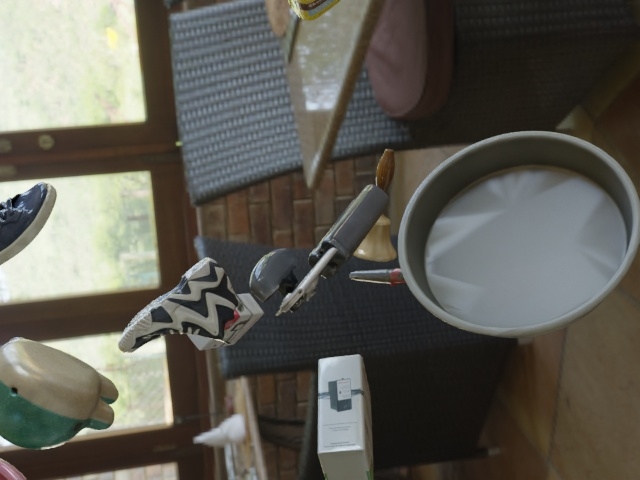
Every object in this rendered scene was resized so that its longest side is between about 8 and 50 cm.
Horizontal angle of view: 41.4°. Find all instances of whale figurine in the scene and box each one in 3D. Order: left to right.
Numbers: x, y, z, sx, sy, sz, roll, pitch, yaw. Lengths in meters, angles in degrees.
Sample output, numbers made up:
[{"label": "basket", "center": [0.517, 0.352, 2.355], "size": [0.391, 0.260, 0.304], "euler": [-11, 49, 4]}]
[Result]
[{"label": "whale figurine", "center": [-0.427, 0.251, 1.348], "size": [0.141, 0.216, 0.272], "euler": [-59, -11, -3]}]

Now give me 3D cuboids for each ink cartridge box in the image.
[{"label": "ink cartridge box", "center": [-0.203, 0.173, 1.817], "size": [0.063, 0.109, 0.150], "euler": [49, -164, 17]}, {"label": "ink cartridge box", "center": [0.048, 0.340, 1.578], "size": [0.153, 0.087, 0.208], "euler": [77, -170, -45]}]

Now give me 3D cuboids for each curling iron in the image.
[{"label": "curling iron", "center": [0.155, 0.075, 1.613], "size": [0.274, 0.068, 0.035], "euler": [-2, 65, 46]}]

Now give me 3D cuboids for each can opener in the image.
[{"label": "can opener", "center": [0.000, 0.000, 1.200], "size": [0.076, 0.095, 0.283], "euler": [-47, 3, 45]}]

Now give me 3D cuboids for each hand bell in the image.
[{"label": "hand bell", "center": [0.134, -0.087, 1.905], "size": [0.126, 0.126, 0.241], "euler": [-122, 40, -65]}]

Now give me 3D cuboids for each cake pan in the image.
[{"label": "cake pan", "center": [0.243, -0.005, 1.047], "size": [0.054, 0.293, 0.293], "euler": [55, -165, -51]}]

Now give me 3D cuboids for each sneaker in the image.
[{"label": "sneaker", "center": [-0.674, -0.015, 1.629], "size": [0.148, 0.350, 0.131], "euler": [51, 178, -33]}, {"label": "sneaker", "center": [-0.243, 0.160, 1.559], "size": [0.153, 0.235, 0.094], "euler": [50, 167, -11]}]

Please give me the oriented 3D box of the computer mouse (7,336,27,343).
[{"label": "computer mouse", "center": [-0.580, 0.280, 1.755], "size": [0.106, 0.193, 0.042], "euler": [-50, 2, 26]}]

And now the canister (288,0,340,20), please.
[{"label": "canister", "center": [-0.001, -0.409, 1.271], "size": [0.073, 0.126, 0.170], "euler": [51, 179, 7]}]

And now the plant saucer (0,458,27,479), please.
[{"label": "plant saucer", "center": [-0.651, 0.568, 1.585], "size": [0.084, 0.332, 0.332], "euler": [41, -142, -69]}]
